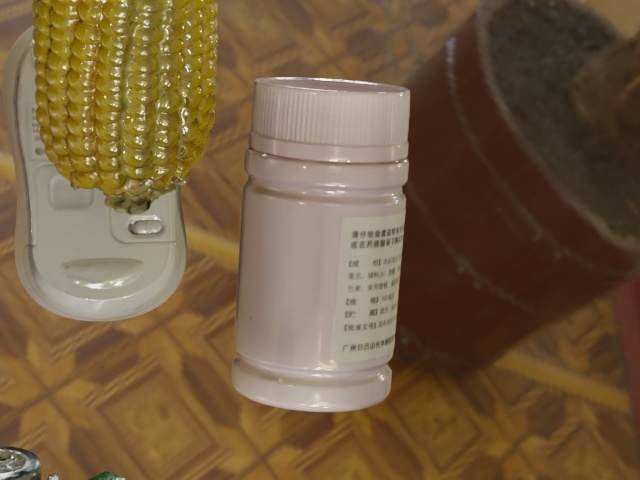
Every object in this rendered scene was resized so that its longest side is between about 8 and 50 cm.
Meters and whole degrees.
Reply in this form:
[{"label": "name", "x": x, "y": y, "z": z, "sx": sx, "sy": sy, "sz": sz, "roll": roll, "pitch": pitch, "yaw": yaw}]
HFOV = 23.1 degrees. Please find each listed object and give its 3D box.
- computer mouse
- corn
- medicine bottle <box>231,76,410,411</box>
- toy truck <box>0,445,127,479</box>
[{"label": "computer mouse", "x": -0.211, "y": -0.071, "z": 1.521, "sx": 0.184, "sy": 0.121, "sz": 0.297, "roll": -6, "pitch": 90, "yaw": -6}, {"label": "corn", "x": -0.141, "y": -0.209, "z": 1.132, "sx": 0.144, "sy": 0.387, "sz": 0.144, "roll": 2, "pitch": 25, "yaw": -1}, {"label": "medicine bottle", "x": 0.000, "y": 0.000, "z": 1.237, "sx": 0.133, "sy": 0.133, "sz": 0.250, "roll": -8, "pitch": 105, "yaw": -46}, {"label": "toy truck", "x": -0.232, "y": 0.249, "z": 0.959, "sx": 0.363, "sy": 0.178, "sz": 0.177, "roll": -18, "pitch": 116, "yaw": -49}]
